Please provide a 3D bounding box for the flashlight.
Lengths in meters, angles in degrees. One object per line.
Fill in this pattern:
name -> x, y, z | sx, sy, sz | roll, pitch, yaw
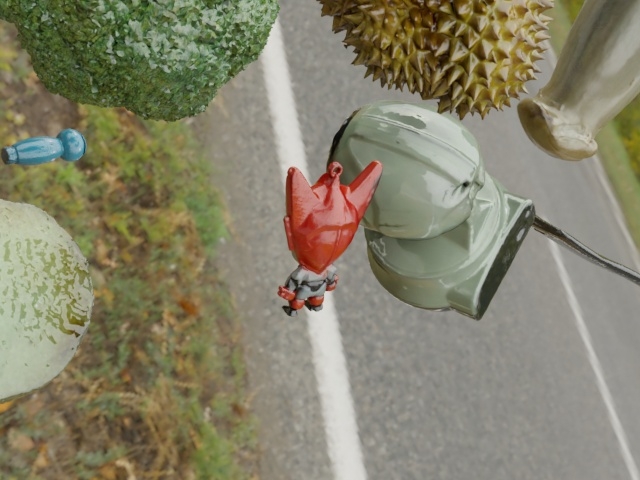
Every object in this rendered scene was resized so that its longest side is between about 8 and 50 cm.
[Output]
flashlight -> -0.409, -0.136, 1.591 | 0.129, 0.051, 0.051 | -15, 76, -41

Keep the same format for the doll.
doll -> 0.000, 0.000, 1.063 | 0.109, 0.169, 0.057 | -7, 28, -34

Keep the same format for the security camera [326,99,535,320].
security camera -> 0.115, -0.051, 1.253 | 0.191, 0.197, 0.277 | 23, -16, 30

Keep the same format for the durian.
durian -> 0.066, -0.160, 0.625 | 0.137, 0.158, 0.168 | -48, 152, -39

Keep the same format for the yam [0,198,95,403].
yam -> -0.268, 0.054, 0.817 | 0.161, 0.161, 0.268 | 62, -23, 0

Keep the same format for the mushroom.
mushroom -> 0.403, -0.287, 1.390 | 0.154, 0.407, 0.137 | 41, 4, 24

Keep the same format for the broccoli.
broccoli -> -0.208, -0.306, 1.264 | 0.413, 0.321, 0.310 | 13, 85, -34

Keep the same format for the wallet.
wallet -> 0.436, 0.020, 1.747 | 0.244, 0.025, 0.124 | 27, 5, -32
